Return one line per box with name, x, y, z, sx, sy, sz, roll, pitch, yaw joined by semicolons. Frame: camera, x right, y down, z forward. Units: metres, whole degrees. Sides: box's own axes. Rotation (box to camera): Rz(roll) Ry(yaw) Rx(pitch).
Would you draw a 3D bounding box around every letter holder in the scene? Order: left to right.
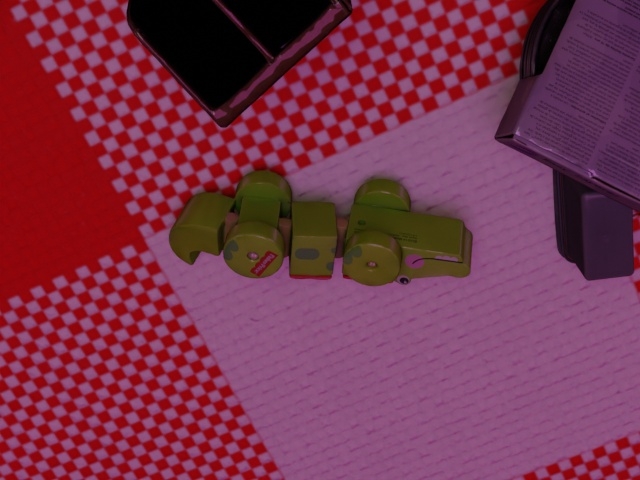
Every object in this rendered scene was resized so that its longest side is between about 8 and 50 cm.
letter holder;-0.097;-0.270;1.032;0.152;0.302;0.214;-40;108;17

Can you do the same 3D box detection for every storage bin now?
storage bin;0.317;-0.023;1.256;0.098;0.091;0.135;-7;115;3

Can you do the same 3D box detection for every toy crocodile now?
toy crocodile;0.000;0.000;1.258;0.340;0.115;0.105;5;133;1

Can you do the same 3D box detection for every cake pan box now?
cake pan box;0.338;-0.161;1.158;0.266;0.070;0.246;24;86;-11
